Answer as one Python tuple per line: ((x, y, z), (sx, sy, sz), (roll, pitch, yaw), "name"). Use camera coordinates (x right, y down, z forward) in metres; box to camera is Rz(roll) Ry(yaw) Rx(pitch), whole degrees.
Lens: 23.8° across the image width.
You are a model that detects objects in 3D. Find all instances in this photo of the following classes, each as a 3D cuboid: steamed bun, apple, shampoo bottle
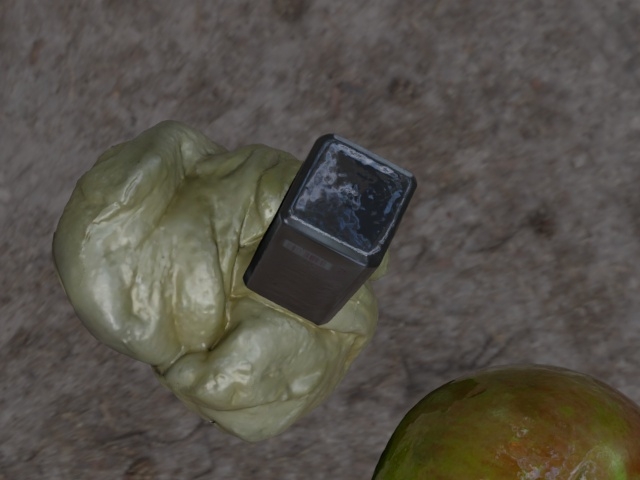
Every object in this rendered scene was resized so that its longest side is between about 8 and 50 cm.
((-0.082, 0.027, 1.564), (0.372, 0.230, 0.325), (45, 35, -14), "steamed bun")
((0.121, 0.171, 0.915), (0.196, 0.196, 0.196), (4, 78, -18), "apple")
((0.000, 0.000, 1.146), (0.080, 0.246, 0.079), (28, 72, -2), "shampoo bottle")
